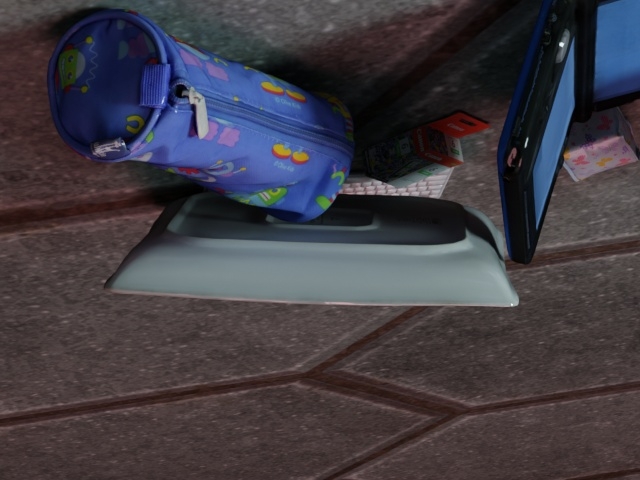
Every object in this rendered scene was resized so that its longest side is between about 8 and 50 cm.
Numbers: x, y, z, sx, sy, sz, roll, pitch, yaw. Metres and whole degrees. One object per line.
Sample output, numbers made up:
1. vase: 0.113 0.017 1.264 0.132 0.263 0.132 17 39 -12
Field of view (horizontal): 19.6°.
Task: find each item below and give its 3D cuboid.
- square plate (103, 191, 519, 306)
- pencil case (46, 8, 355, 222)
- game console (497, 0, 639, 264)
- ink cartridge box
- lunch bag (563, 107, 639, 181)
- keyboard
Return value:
1. square plate: 0.000 0.000 1.677 0.344 0.049 0.347 1 -169 3
2. pencil case: -0.087 -0.096 1.511 0.133 0.119 0.306 10 176 34
3. game console: 0.267 -0.114 1.581 0.173 0.250 0.293 15 165 13
4. ink cartridge box: 0.104 -0.086 1.783 0.115 0.029 0.063 -21 158 32
5. lunch bag: 0.269 -0.094 1.810 0.071 0.053 0.083 -18 150 19
6. keyboard: 0.005 -0.050 1.869 0.256 0.014 0.072 -5 161 -13
